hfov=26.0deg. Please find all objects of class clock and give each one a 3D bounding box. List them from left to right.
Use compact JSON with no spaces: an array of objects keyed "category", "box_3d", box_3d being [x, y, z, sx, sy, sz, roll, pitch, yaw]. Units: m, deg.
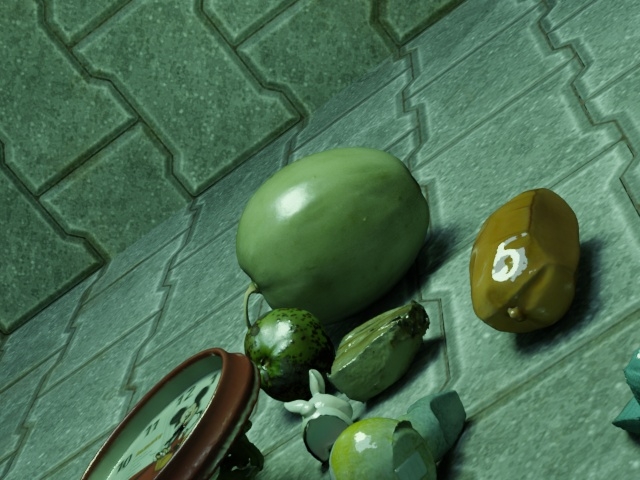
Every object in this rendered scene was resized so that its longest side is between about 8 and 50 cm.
[{"category":"clock","box_3d":[-0.188,0.265,1.691,0.318,0.080,0.318,-44,15,15]}]

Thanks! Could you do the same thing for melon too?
[{"category":"melon","box_3d":[0.014,-0.008,2.088,0.308,0.272,0.272,-21,8,-23]}]

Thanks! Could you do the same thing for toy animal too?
[{"category":"toy animal","box_3d":[0.002,0.231,1.780,0.071,0.085,0.124,-54,7,11]}]

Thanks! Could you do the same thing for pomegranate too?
[{"category":"pomegranate","box_3d":[-0.043,0.170,1.969,0.125,0.138,0.163,-35,-21,-13]}]

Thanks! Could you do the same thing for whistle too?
[{"category":"whistle","box_3d":[0.084,0.233,1.521,0.123,0.123,0.223,-24,8,43]}]

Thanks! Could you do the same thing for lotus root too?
[{"category":"lotus root","box_3d":[0.086,0.146,1.827,0.144,0.070,0.143,-36,9,27]}]

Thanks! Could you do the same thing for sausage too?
[{"category":"sausage","box_3d":[0.249,0.026,1.695,0.136,0.120,0.241,-48,11,24]}]

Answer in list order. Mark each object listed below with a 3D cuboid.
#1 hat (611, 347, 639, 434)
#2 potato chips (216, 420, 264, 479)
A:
[{"category":"hat","box_3d":[0.337,0.124,1.291,0.138,0.078,0.191,-50,18,-28]},{"category":"potato chips","box_3d":[-0.191,0.378,1.758,0.373,0.097,0.389,-48,17,4]}]
